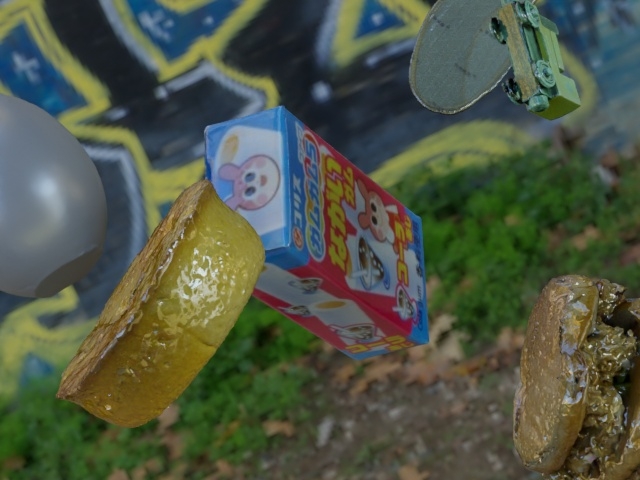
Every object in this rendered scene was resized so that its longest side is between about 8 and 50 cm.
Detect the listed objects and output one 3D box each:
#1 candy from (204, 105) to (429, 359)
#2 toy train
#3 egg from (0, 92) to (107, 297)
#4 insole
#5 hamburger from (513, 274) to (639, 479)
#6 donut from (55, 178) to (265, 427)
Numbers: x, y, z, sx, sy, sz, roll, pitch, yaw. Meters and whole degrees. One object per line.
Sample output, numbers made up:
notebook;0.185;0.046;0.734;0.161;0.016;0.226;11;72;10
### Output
candy;0.001;0.000;1.493;0.100;0.157;0.306;-15;-28;27
toy train;0.201;-0.171;1.385;0.050;0.122;0.081;-27;-28;34
egg;-0.324;-0.054;1.548;0.176;0.232;0.176;-29;-16;-9
insole;0.212;-0.284;1.755;0.348;0.119;0.009;-52;-5;-23
hamburger;0.333;0.174;1.658;0.211;0.245;0.260;14;2;-11
donut;-0.088;0.040;0.843;0.152;0.058;0.152;-50;12;15
